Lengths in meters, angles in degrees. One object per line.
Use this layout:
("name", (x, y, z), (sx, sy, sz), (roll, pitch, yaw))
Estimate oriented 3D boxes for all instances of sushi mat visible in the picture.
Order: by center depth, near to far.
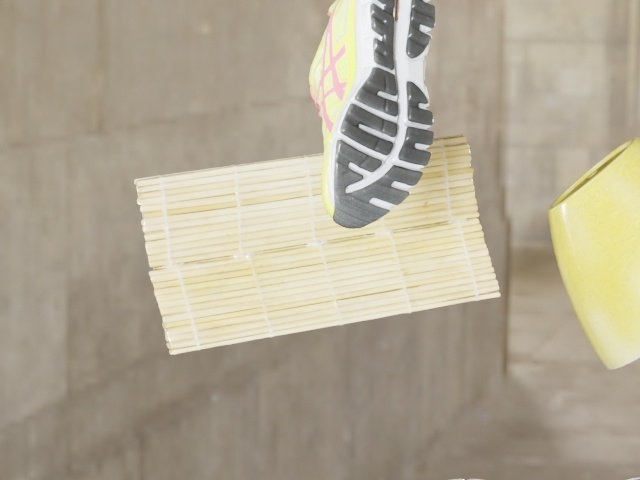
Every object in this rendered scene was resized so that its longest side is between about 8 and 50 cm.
("sushi mat", (0.000, 0.000, 1.721), (0.316, 0.151, 0.019), (-9, -3, -21))

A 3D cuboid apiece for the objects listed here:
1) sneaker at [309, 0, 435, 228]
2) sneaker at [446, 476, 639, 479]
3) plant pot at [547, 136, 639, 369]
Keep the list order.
("sneaker", (0.030, -0.103, 1.497), (0.081, 0.208, 0.094), (24, -24, -32))
("sneaker", (0.192, 0.238, 1.486), (0.281, 0.106, 0.162), (-6, -17, 37))
("plant pot", (0.189, -0.003, 1.170), (0.134, 0.095, 0.134), (-40, 0, 0))
